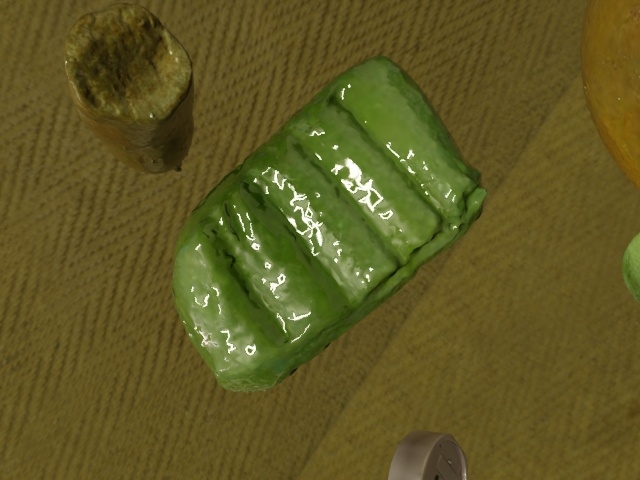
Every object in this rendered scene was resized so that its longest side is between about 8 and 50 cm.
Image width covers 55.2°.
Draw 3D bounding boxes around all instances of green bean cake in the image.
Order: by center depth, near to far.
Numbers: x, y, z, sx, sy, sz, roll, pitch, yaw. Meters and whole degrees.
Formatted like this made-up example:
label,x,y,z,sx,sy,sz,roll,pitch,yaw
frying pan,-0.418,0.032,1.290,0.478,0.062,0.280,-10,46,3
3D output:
label,x,y,z,sx,sy,sz,roll,pitch,yaw
green bean cake,0.000,0.000,0.444,0.222,0.248,0.125,-41,84,-3

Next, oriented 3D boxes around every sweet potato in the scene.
label,x,y,z,sx,sy,sz,roll,pitch,yaw
sweet potato,-0.255,-0.185,0.866,0.158,0.369,0.157,2,77,-9

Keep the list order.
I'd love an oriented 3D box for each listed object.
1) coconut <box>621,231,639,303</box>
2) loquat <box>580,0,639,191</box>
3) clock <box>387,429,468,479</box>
label,x,y,z,sx,sy,sz,roll,pitch,yaw
coconut,0.279,0.022,0.467,0.096,0.088,0.087,-29,101,-36
loquat,0.290,-0.119,0.350,0.263,0.263,0.263,-1,97,-8
clock,0.199,0.451,1.120,0.197,0.068,0.196,7,82,-52
